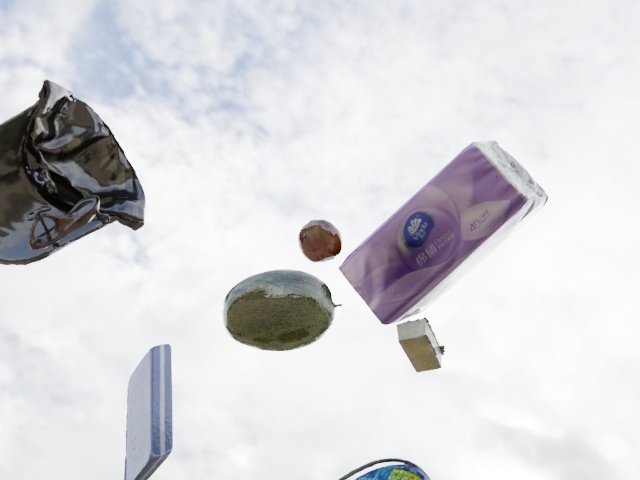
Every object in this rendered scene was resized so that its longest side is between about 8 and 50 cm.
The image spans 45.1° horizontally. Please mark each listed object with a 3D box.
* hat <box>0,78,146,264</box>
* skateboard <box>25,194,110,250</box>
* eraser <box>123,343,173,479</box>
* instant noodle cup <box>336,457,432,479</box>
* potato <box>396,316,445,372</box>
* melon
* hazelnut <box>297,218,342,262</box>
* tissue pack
[{"bbox_3d":[-0.591,-0.124,1.648,0.382,0.257,0.366,-30,-77,-14],"label":"hat"},{"bbox_3d":[-0.466,-0.039,1.400,0.067,0.151,0.080,21,-43,42],"label":"skateboard"},{"bbox_3d":[-0.247,0.248,1.114,0.036,0.225,0.082,24,-60,-28],"label":"eraser"},{"bbox_3d":[0.130,0.485,0.983,0.284,0.284,0.312,-29,-67,32],"label":"instant noodle cup"},{"bbox_3d":[0.225,0.236,1.716,0.086,0.061,0.122,-15,-58,23],"label":"potato"},{"bbox_3d":[-0.052,0.098,1.071,0.167,0.114,0.114,-5,-46,-6],"label":"melon"},{"bbox_3d":[0.000,0.000,1.395,0.086,0.086,0.086,6,-46,6],"label":"hazelnut"},{"bbox_3d":[0.225,-0.020,1.378,0.338,0.242,0.160,-45,-104,19],"label":"tissue pack"}]
